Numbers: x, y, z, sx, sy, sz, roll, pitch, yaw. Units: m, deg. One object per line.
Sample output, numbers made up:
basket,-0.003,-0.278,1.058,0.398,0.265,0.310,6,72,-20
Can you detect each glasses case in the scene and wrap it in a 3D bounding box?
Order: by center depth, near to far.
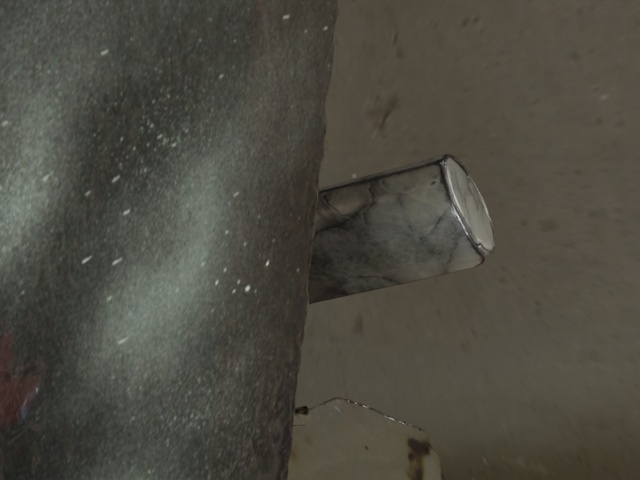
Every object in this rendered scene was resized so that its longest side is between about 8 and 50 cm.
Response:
glasses case,0.000,0.000,1.542,0.299,0.060,0.114,-14,125,26

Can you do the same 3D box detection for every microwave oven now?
microwave oven,-0.189,-0.076,0.503,0.374,0.236,0.432,13,103,28

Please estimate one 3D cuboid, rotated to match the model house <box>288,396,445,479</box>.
model house,-0.078,0.287,1.443,0.297,0.317,0.282,36,120,-23
